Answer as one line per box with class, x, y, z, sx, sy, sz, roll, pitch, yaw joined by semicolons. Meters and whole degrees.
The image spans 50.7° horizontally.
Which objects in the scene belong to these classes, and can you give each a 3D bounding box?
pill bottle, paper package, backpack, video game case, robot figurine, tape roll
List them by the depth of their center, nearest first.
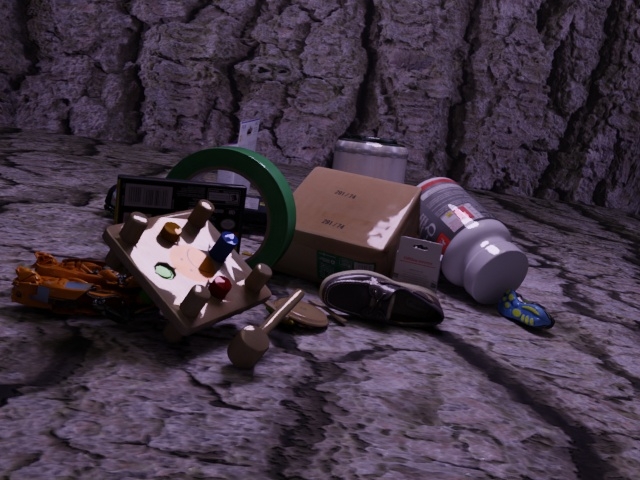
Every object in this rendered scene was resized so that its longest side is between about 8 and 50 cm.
robot figurine;-0.436;0.092;1.332;0.291;0.084;0.211;7;15;-6
video game case;-0.310;-0.009;1.476;0.275;0.248;0.035;3;13;-21
tape roll;-0.219;-0.058;1.577;0.322;0.321;0.077;11;13;11
paper package;0.067;-0.027;1.756;0.325;0.168;0.309;14;42;22
pill bottle;0.387;-0.003;1.843;0.210;0.210;0.363;1;32;-28
backpack;-0.545;-0.116;2.061;0.182;0.115;0.152;19;14;27

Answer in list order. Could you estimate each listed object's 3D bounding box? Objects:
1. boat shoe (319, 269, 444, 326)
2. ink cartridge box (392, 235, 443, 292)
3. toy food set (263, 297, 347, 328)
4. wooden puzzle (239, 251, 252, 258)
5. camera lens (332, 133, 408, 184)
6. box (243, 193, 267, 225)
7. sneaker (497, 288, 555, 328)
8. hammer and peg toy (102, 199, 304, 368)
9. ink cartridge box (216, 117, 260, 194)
boat shoe;0.141;0.134;1.489;0.286;0.102;0.092;13;10;-14
ink cartridge box;0.227;0.080;1.594;0.104;0.180;0.060;13;14;15
toy food set;-0.045;0.159;1.426;0.192;0.038;0.132;11;14;-43
wooden puzzle;-0.201;0.052;1.800;0.079;0.014;0.116;9;13;21
camera lens;0.139;-0.171;2.015;0.220;0.274;0.219;7;10;-1
box;-0.135;-0.084;2.158;0.233;0.059;0.183;9;-12;-3
sneaker;0.502;0.174;1.658;0.078;0.067;0.188;26;4;-23
hammer and peg toy;-0.208;0.087;1.276;0.361;0.127;0.266;46;30;15
ink cartridge box;-0.295;-0.266;2.371;0.072;0.329;0.324;10;13;4
